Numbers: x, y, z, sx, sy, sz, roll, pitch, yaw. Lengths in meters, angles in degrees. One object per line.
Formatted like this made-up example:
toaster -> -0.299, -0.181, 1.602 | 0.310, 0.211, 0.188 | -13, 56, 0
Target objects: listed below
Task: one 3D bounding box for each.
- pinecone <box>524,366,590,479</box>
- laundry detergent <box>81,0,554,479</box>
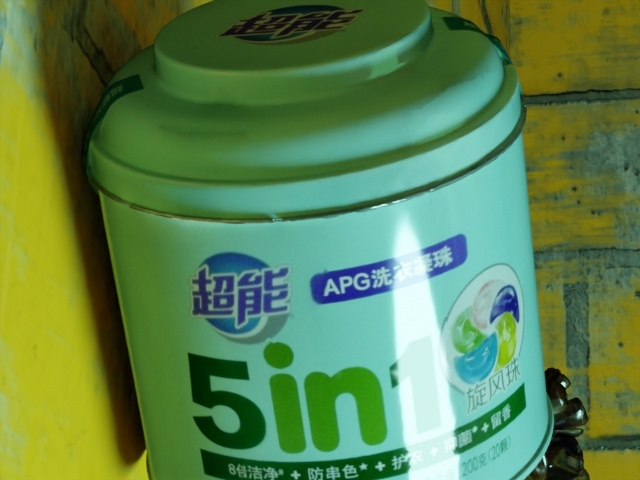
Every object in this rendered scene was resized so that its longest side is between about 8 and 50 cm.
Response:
pinecone -> 0.125, 0.217, 1.847 | 0.242, 0.296, 0.298 | 51, -8, -16
laundry detergent -> 0.000, 0.000, 1.270 | 0.287, 0.287, 0.305 | -68, 153, -62
